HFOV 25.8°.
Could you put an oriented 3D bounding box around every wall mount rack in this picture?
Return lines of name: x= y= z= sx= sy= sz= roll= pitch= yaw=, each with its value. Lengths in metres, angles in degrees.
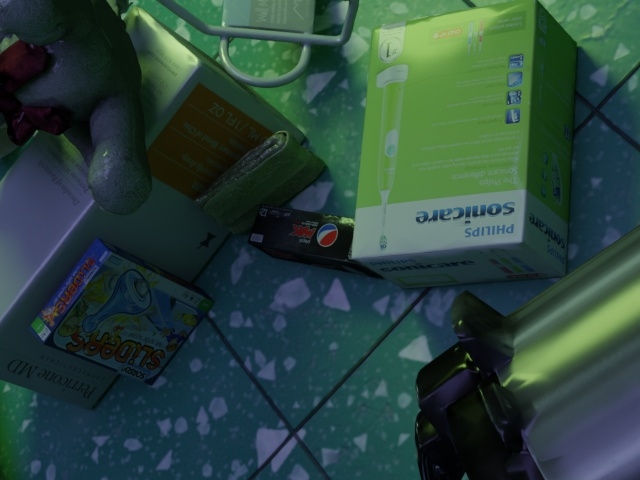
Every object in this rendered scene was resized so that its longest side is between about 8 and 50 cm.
wall mount rack: x=-0.106 y=-0.357 z=1.713 sx=0.304 sy=0.130 sz=0.350 roll=5 pitch=52 yaw=-5

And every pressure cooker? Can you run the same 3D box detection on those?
pressure cooker: x=0.299 y=0.176 z=1.169 sx=0.420 sy=0.375 sz=0.370 roll=-37 pitch=58 yaw=16

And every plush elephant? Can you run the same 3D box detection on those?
plush elephant: x=-0.344 y=-0.177 z=1.538 sx=0.255 sy=0.272 sz=0.330 roll=-20 pitch=32 yaw=11

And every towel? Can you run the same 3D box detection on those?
towel: x=-0.072 y=-0.067 z=1.688 sx=0.148 sy=0.110 sz=0.027 roll=-38 pitch=57 yaw=12

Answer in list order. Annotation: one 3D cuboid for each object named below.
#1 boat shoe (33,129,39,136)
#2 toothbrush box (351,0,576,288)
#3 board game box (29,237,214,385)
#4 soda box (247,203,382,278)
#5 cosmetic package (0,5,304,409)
boat shoe: x=-0.410 y=-0.273 z=1.997 sx=0.099 sy=0.116 sz=0.319 roll=-37 pitch=49 yaw=18
toothbrush box: x=0.160 y=-0.103 z=1.535 sx=0.206 sy=0.122 sz=0.283 roll=-7 pitch=67 yaw=32
board game box: x=-0.234 y=0.089 z=1.674 sx=0.136 sy=0.201 sz=0.035 roll=-53 pitch=52 yaw=6
soda box: x=0.000 y=0.000 z=1.641 sx=0.169 sy=0.060 sz=0.053 roll=11 pitch=76 yaw=37
cosmetic package: x=-0.258 y=-0.032 z=1.722 sx=0.453 sy=0.230 sz=0.161 roll=-52 pitch=52 yaw=7
